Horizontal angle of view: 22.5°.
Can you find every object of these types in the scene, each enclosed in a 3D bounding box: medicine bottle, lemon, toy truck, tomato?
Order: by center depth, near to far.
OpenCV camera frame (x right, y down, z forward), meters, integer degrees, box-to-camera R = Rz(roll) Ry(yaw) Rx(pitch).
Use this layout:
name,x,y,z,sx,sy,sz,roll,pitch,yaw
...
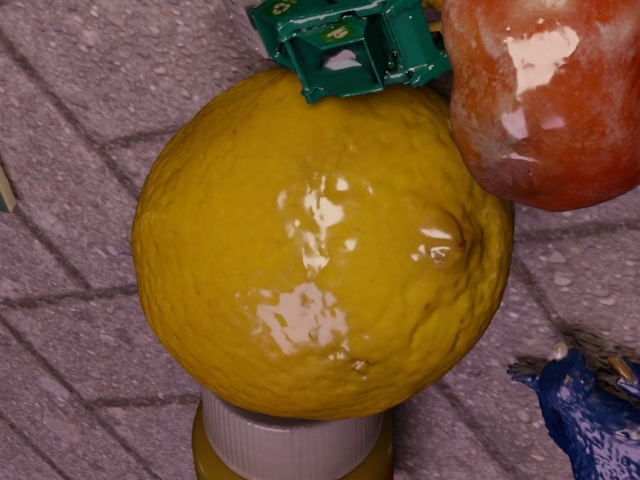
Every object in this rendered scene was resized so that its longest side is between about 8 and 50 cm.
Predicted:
name,x,y,z,sx,sy,sz,roll,pitch,yaw
tomato,0.162,-0.106,1.154,0.181,0.155,0.214,3,138,29
toy truck,0.000,-0.178,1.253,0.216,0.116,0.110,35,156,47
lemon,0.001,-0.001,1.373,0.336,0.336,0.336,19,145,14
medicine bottle,-0.028,0.228,1.765,0.224,0.224,0.384,19,145,14

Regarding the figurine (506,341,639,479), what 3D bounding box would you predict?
name,x,y,z,sx,sy,sz,roll,pitch,yaw
figurine,0.294,0.207,1.601,0.262,0.121,0.164,42,147,-15

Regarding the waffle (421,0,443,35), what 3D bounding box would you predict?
name,x,y,z,sx,sy,sz,roll,pitch,yaw
waffle,0.173,-0.213,1.191,0.283,0.065,0.309,37,148,-12

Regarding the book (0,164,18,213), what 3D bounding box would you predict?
name,x,y,z,sx,sy,sz,roll,pitch,yaw
book,-0.533,-0.159,1.791,0.379,0.031,0.264,14,143,20
